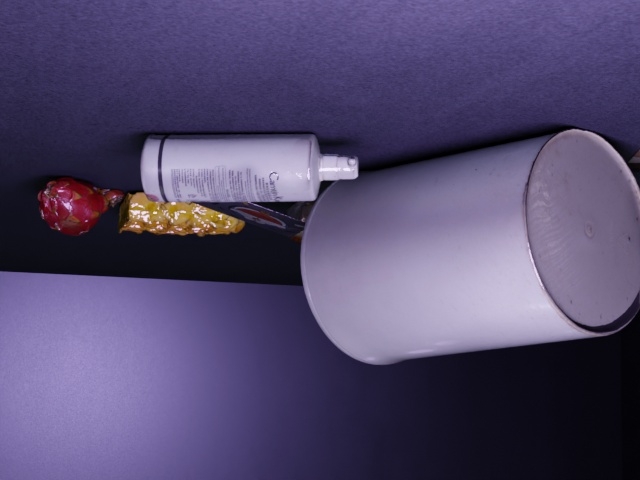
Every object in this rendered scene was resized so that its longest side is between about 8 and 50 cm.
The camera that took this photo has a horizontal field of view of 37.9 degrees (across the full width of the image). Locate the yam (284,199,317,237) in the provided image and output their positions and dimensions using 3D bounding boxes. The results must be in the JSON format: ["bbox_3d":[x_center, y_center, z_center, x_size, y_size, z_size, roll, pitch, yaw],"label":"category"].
[{"bbox_3d":[0.105,-0.021,1.687,0.371,0.083,0.083,8,171,-32],"label":"yam"}]

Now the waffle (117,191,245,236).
[{"bbox_3d":[-0.249,-0.041,1.687,0.219,0.057,0.229,3,174,-16],"label":"waffle"}]

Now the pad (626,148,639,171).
[{"bbox_3d":[0.480,-0.110,1.183,0.158,0.003,0.235,1,173,7],"label":"pad"}]

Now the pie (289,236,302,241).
[{"bbox_3d":[-0.003,0.000,2.082,0.088,0.033,0.191,0,174,45],"label":"pie"}]

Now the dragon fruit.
[{"bbox_3d":[-0.378,-0.053,1.501,0.094,0.094,0.190,-1,179,23],"label":"dragon fruit"}]

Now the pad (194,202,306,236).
[{"bbox_3d":[-0.144,-0.054,1.498,0.245,0.006,0.170,19,170,-12],"label":"pad"}]

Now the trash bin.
[{"bbox_3d":[0.176,0.018,1.223,0.280,0.280,0.432,7,168,-39],"label":"trash bin"}]

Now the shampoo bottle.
[{"bbox_3d":[-0.084,-0.089,1.146,0.262,0.085,0.085,0,173,7],"label":"shampoo bottle"}]
